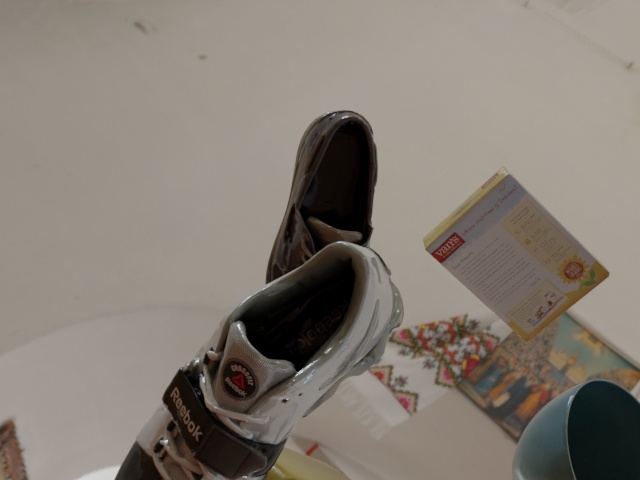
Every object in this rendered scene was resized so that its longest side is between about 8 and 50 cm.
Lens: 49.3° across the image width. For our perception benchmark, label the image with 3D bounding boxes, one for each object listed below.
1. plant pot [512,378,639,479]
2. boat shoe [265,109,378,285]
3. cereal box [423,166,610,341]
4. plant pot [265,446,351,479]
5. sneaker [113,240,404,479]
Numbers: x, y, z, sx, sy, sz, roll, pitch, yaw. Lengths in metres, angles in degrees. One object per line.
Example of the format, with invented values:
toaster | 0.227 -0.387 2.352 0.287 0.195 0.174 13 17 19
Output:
plant pot | 0.464 0.416 1.259 0.290 0.290 0.195 56 -43 1
boat shoe | 0.000 0.000 0.908 0.130 0.132 0.355 179 -84 -86
cereal box | 0.303 0.025 1.087 0.240 0.047 0.173 42 -71 -13
plant pot | -0.057 0.340 0.787 0.212 0.212 0.187 30 -21 -27
sneaker | -0.070 0.124 0.549 0.122 0.330 0.146 37 -10 21
